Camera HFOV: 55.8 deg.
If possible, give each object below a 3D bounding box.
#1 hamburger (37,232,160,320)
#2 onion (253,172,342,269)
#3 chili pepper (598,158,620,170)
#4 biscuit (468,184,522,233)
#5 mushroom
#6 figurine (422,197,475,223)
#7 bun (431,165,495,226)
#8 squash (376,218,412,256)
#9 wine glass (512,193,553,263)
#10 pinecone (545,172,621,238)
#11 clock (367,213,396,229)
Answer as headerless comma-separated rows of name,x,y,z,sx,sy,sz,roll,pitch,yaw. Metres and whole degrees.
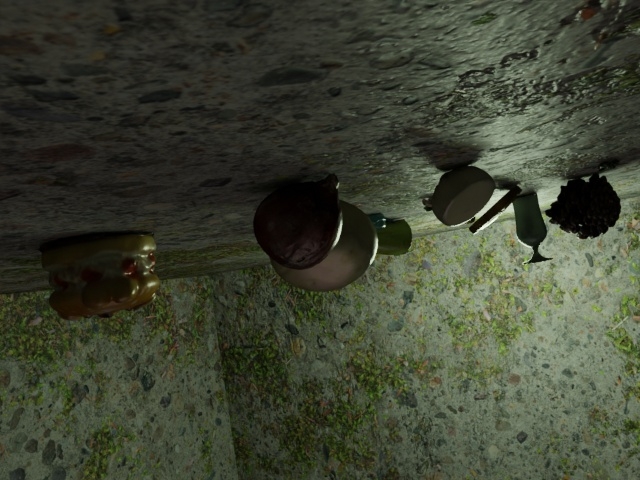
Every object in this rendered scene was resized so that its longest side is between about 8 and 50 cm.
hamburger,-0.495,0.085,1.396,0.260,0.187,0.302,-7,173,-35
onion,-0.027,-0.043,1.079,0.195,0.160,0.159,-46,157,28
chili pepper,0.715,-0.188,1.504,0.027,0.022,0.083,24,175,-2
biscuit,0.506,-0.086,1.742,0.184,0.035,0.249,-44,171,16
mushroom,0.000,0.000,1.364,0.245,0.202,0.246,-5,131,-6
figurine,0.367,-0.093,1.700,0.187,0.083,0.083,5,169,-33
bun,0.276,-0.102,1.224,0.138,0.094,0.138,-27,149,-17
squash,0.170,-0.003,2.139,0.287,0.137,0.137,-4,174,-25
wine glass,0.721,-0.040,2.070,0.103,0.231,0.103,-11,177,-1
pinecone,0.774,-0.100,1.783,0.184,0.179,0.204,-50,-161,-2
clock,0.162,-0.055,1.901,0.147,0.045,0.108,-11,177,16
